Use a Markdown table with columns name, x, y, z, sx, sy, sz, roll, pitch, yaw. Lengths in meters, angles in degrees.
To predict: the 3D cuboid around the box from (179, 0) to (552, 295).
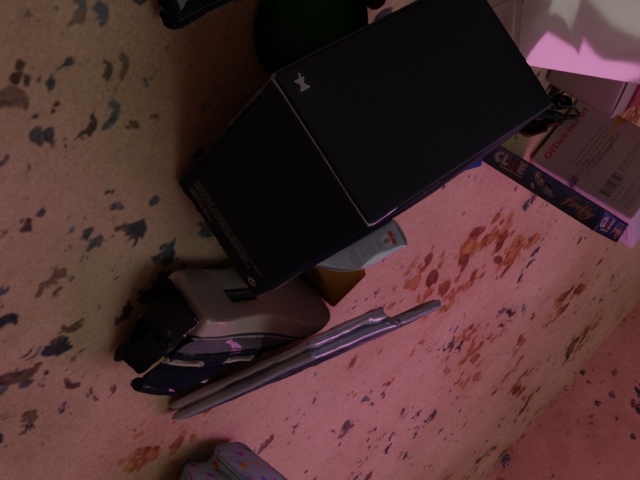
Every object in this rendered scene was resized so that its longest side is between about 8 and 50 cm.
| name | x | y | z | sx | sy | sz | roll | pitch | yaw |
| --- | --- | --- | --- | --- | --- | --- | --- | --- | --- |
| box | 0.042 | -0.107 | 1.042 | 0.296 | 0.183 | 0.294 | -33 | 179 | -30 |

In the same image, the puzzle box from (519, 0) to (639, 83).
| name | x | y | z | sx | sy | sz | roll | pitch | yaw |
| --- | --- | --- | --- | --- | --- | --- | --- | --- | --- |
| puzzle box | 0.494 | -0.377 | 1.429 | 0.409 | 0.052 | 0.272 | 6 | 124 | -18 |

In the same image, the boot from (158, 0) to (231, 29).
| name | x | y | z | sx | sy | sz | roll | pitch | yaw |
| --- | --- | --- | --- | --- | --- | --- | --- | --- | --- |
| boot | -0.122 | -0.271 | 0.899 | 0.121 | 0.045 | 0.099 | -39 | 146 | -20 |

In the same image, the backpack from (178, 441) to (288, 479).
| name | x | y | z | sx | sy | sz | roll | pitch | yaw |
| --- | --- | --- | --- | --- | --- | --- | --- | --- | --- |
| backpack | -0.148 | 0.417 | 1.502 | 0.188 | 0.166 | 0.144 | 1 | 120 | -59 |

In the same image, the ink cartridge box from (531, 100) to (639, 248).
| name | x | y | z | sx | sy | sz | roll | pitch | yaw |
| --- | --- | --- | --- | --- | --- | --- | --- | --- | --- |
| ink cartridge box | 0.568 | -0.134 | 1.839 | 0.171 | 0.232 | 0.168 | -50 | 153 | -4 |

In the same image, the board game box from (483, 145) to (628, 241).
| name | x | y | z | sx | sy | sz | roll | pitch | yaw |
| --- | --- | --- | --- | --- | --- | --- | --- | --- | --- |
| board game box | 0.425 | -0.087 | 1.676 | 0.042 | 0.243 | 0.165 | -59 | 151 | 11 |

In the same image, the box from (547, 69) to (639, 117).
| name | x | y | z | sx | sy | sz | roll | pitch | yaw |
| --- | --- | --- | --- | --- | --- | --- | --- | --- | --- |
| box | 0.544 | -0.334 | 1.668 | 0.232 | 0.148 | 0.127 | -26 | 142 | -37 |

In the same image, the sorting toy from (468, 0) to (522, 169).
| name | x | y | z | sx | sy | sz | roll | pitch | yaw |
| --- | --- | --- | --- | --- | --- | --- | --- | --- | --- |
| sorting toy | 0.224 | -0.272 | 1.334 | 0.196 | 0.047 | 0.348 | -33 | 132 | -38 |

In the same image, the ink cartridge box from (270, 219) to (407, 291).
| name | x | y | z | sx | sy | sz | roll | pitch | yaw |
| --- | --- | --- | --- | --- | --- | --- | --- | --- | --- |
| ink cartridge box | 0.010 | 0.031 | 1.194 | 0.179 | 0.045 | 0.145 | -32 | -172 | -11 |

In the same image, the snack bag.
| name | x | y | z | sx | sy | sz | roll | pitch | yaw |
| --- | --- | --- | --- | --- | --- | --- | --- | --- | --- |
| snack bag | -0.012 | 0.169 | 1.396 | 0.323 | 0.037 | 0.342 | -31 | 169 | 40 |

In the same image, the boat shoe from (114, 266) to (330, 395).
| name | x | y | z | sx | sy | sz | roll | pitch | yaw |
| --- | --- | --- | --- | --- | --- | --- | --- | --- | --- |
| boat shoe | -0.132 | 0.123 | 1.271 | 0.158 | 0.127 | 0.340 | -47 | 152 | 21 |

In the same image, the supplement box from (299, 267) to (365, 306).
| name | x | y | z | sx | sy | sz | roll | pitch | yaw |
| --- | --- | --- | --- | --- | --- | --- | --- | --- | --- |
| supplement box | 0.000 | 0.000 | 1.340 | 0.078 | 0.080 | 0.233 | -43 | 152 | -16 |

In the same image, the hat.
| name | x | y | z | sx | sy | sz | roll | pitch | yaw |
| --- | --- | --- | --- | --- | --- | --- | --- | --- | --- |
| hat | 0.042 | -0.225 | 1.036 | 0.173 | 0.183 | 0.208 | -57 | 151 | 10 |

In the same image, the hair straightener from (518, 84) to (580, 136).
| name | x | y | z | sx | sy | sz | roll | pitch | yaw |
| --- | --- | --- | --- | --- | --- | --- | --- | --- | --- |
| hair straightener | 0.435 | -0.243 | 1.717 | 0.230 | 0.047 | 0.089 | -12 | 133 | -49 |
